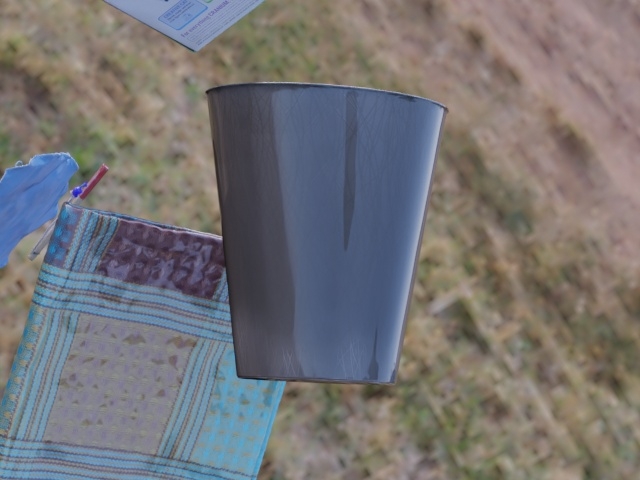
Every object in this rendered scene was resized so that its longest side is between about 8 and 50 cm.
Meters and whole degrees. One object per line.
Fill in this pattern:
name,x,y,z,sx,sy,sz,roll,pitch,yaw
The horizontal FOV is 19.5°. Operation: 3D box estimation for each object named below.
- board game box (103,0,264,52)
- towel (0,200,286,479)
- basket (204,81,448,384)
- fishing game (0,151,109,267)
board game box,-0.138,-0.322,1.790,0.316,0.242,0.064,26,37,-51
towel,-0.157,0.167,1.603,0.271,0.370,0.040,12,10,-37
basket,0.000,0.000,1.488,0.204,0.154,0.227,6,84,-25
fishing game,-0.317,-0.024,1.835,0.041,0.189,0.264,44,18,13
